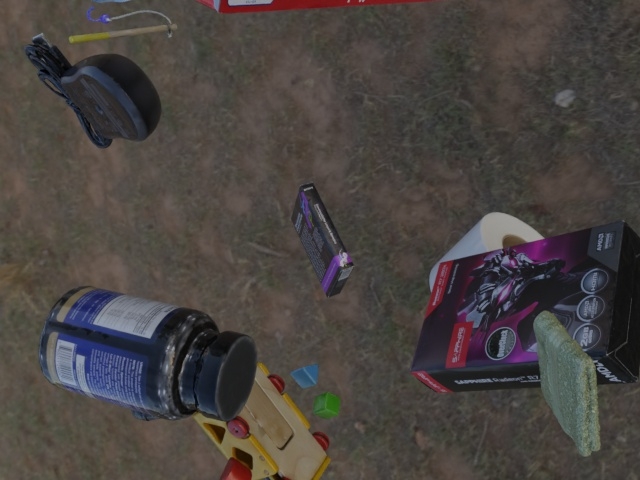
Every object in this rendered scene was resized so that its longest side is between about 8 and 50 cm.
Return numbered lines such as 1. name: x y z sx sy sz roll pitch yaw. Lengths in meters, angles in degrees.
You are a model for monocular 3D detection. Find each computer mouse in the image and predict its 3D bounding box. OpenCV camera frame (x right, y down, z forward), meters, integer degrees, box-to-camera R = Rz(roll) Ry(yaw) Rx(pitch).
1. computer mouse: -0.296 -0.210 0.975 0.272 0.072 0.188 17 145 50

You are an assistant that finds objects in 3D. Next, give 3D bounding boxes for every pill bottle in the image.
1. pill bottle: -0.188 0.128 0.777 0.219 0.123 0.123 10 109 20

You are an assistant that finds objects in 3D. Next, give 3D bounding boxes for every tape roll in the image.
1. tape roll: 0.366 0.087 1.425 0.246 0.246 0.169 54 128 17

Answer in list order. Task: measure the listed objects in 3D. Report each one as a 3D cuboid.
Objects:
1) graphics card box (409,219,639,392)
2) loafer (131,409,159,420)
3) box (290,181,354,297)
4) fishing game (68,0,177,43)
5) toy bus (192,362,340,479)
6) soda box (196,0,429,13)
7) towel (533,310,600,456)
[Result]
1. graphics card box: 0.327 0.119 1.133 0.094 0.233 0.371 39 147 -28
2. loafer: -0.271 0.273 1.354 0.078 0.223 0.076 7 116 24
3. box: 0.000 0.000 1.156 0.162 0.029 0.116 63 160 19
4. fishing game: -0.204 -0.330 0.697 0.041 0.189 0.264 25 120 34
5. toy bus: -0.073 0.264 0.918 0.104 0.191 0.202 -30 53 41
6. soda box: 0.019 -0.188 0.400 0.092 0.263 0.083 35 127 31
7. towel: 0.279 0.163 0.798 0.110 0.027 0.148 -114 9 -59
